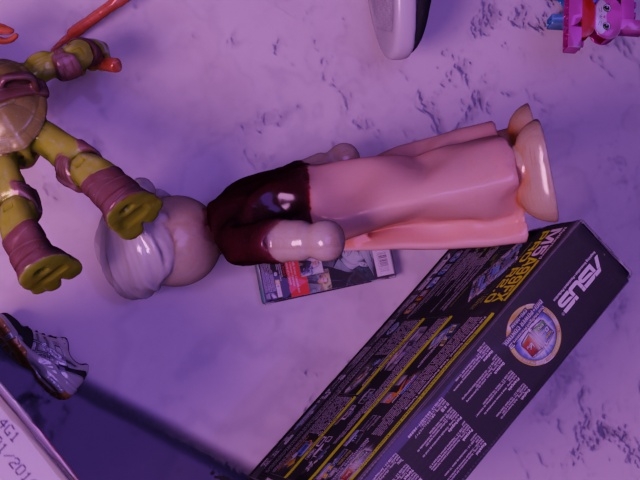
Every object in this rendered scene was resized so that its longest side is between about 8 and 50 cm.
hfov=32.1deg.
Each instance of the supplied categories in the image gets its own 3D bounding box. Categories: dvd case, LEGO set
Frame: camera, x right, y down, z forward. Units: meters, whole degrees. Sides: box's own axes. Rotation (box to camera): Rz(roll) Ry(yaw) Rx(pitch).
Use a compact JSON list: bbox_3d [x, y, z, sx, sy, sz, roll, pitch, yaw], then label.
[{"bbox_3d":[0.000,0.000,0.928,0.119,0.013,0.087,-12,88,-18],"label":"dvd case"},{"bbox_3d":[0.260,-0.269,1.002,0.093,0.087,0.227,3,83,-3],"label":"LEGO set"}]

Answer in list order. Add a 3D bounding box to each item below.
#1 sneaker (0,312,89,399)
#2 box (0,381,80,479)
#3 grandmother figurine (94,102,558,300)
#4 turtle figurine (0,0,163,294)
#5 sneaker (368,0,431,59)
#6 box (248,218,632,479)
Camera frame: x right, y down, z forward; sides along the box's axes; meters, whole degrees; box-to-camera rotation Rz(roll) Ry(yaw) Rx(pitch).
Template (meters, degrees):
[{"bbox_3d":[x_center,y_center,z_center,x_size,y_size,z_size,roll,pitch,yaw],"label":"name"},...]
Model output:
[{"bbox_3d":[-0.212,0.082,0.843,0.083,0.032,0.037,49,58,-13],"label":"sneaker"},{"bbox_3d":[-0.256,0.151,0.709,0.148,0.232,0.127,-40,98,-18],"label":"box"},{"bbox_3d":[-0.004,-0.021,0.825,0.342,0.208,0.104,-11,98,7],"label":"grandmother figurine"},{"bbox_3d":[-0.208,-0.083,0.789,0.269,0.087,0.217,-32,68,-24],"label":"turtle figurine"},{"bbox_3d":[0.121,-0.291,0.949,0.147,0.104,0.295,7,78,-13],"label":"sneaker"},{"bbox_3d":[0.080,0.107,0.837,0.060,0.216,0.270,46,72,-10],"label":"box"}]
